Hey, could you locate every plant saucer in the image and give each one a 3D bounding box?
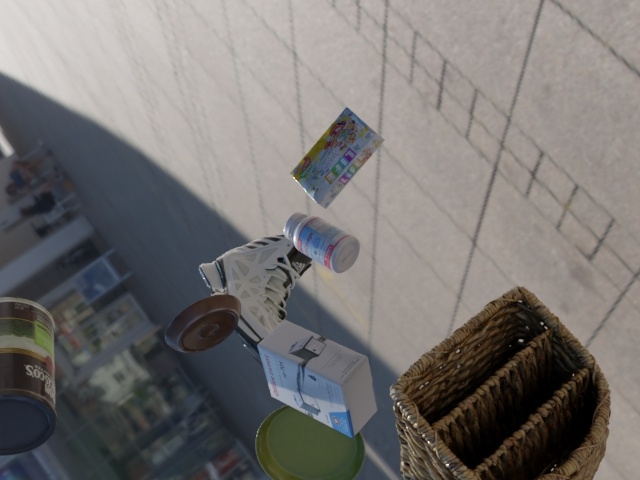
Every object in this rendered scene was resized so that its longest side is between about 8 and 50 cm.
[{"bbox_3d":[-0.229,0.174,1.854,0.029,0.168,0.168,55,170,29],"label":"plant saucer"},{"bbox_3d":[-0.021,0.448,2.024,0.241,0.241,0.037,57,-163,-16],"label":"plant saucer"}]

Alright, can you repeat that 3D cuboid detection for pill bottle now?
[{"bbox_3d":[0.000,0.000,1.983,0.160,0.087,0.087,29,156,33],"label":"pill bottle"}]

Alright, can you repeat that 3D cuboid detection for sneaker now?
[{"bbox_3d":[-0.123,0.109,2.220,0.169,0.257,0.447,58,176,-33],"label":"sneaker"}]

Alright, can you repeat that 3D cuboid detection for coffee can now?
[{"bbox_3d":[-0.669,0.287,1.976,0.275,0.201,0.201,-109,-3,-46],"label":"coffee can"}]

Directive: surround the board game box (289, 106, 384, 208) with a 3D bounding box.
[{"bbox_3d":[0.027,-0.142,1.576,0.026,0.154,0.103,33,-169,-45],"label":"board game box"}]

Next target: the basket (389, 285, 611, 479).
[{"bbox_3d":[0.268,0.246,1.281,0.213,0.299,0.223,27,137,41],"label":"basket"}]

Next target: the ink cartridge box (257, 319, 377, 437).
[{"bbox_3d":[-0.005,0.238,1.606,0.191,0.082,0.139,19,137,34],"label":"ink cartridge box"}]
